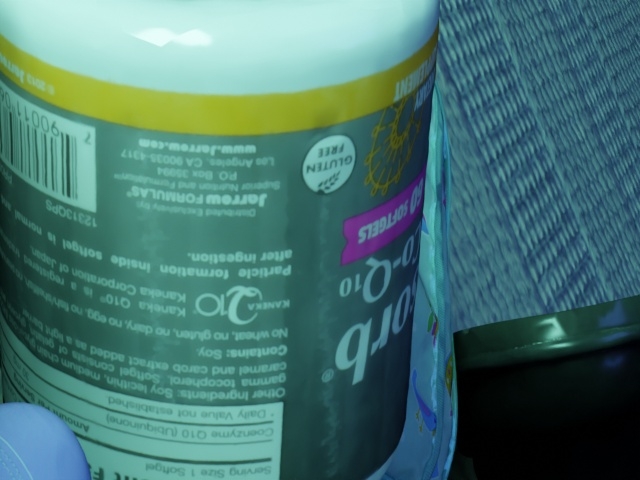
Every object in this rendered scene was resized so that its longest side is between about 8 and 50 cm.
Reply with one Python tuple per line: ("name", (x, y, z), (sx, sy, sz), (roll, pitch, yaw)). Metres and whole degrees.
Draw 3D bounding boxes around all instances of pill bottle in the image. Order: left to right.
("pill bottle", (-0.043, 0.016, 0.687), (0.162, 0.162, 0.278), (-69, 165, -59))

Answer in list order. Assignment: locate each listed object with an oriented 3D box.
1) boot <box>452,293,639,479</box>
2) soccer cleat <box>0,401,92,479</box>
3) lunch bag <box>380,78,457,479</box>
("boot", (0.169, 0.184, 1.087), (0.348, 0.131, 0.260), (74, 2, -73))
("soccer cleat", (-0.085, 0.143, 0.438), (0.248, 0.095, 0.083), (-73, 148, -44))
("lunch bag", (0.000, 0.000, 0.943), (0.224, 0.108, 0.279), (39, 49, -56))
